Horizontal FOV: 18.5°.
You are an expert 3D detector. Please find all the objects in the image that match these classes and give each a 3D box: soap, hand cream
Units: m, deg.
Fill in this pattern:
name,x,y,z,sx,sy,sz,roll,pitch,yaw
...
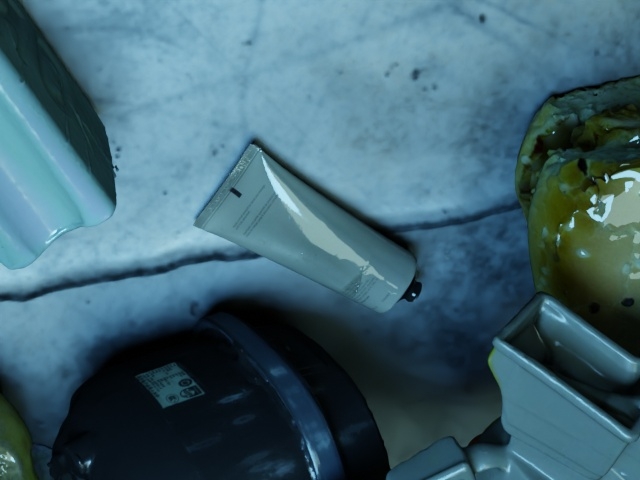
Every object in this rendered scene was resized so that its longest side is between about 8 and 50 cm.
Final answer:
name,x,y,z,sx,sy,sz,roll,pitch,yaw
soap,-0.258,-0.138,1.358,0.095,0.173,0.289,-31,119,6
hand cream,0.000,0.000,1.554,0.186,0.054,0.087,30,115,-17

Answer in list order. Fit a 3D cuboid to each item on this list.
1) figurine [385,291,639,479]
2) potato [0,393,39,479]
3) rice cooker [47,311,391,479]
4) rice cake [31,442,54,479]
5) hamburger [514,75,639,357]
name,x,y,z,sx,sy,sz,roll,pitch,yaw
figurine,0.170,0.181,1.432,0.343,0.167,0.285,17,129,-9
potato,-0.324,0.180,1.525,0.192,0.141,0.296,-41,95,4
rice cooker,-0.080,0.197,1.523,0.224,0.267,0.267,-19,122,-21
rice cake,-0.351,0.298,1.655,0.365,0.056,0.073,-40,120,13
hamburger,0.315,0.004,1.527,0.318,0.195,0.276,-9,119,-2
